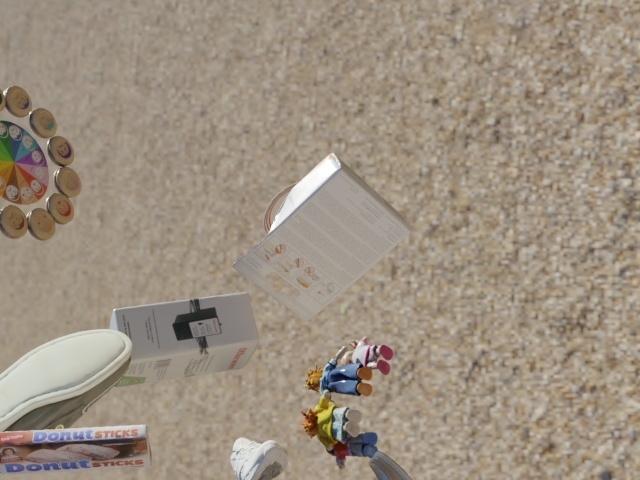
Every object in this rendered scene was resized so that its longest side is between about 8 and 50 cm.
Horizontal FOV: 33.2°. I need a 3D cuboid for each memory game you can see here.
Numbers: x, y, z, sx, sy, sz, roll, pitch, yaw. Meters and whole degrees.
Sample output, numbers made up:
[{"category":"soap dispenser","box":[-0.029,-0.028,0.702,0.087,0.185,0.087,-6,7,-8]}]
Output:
[{"category":"memory game","box":[-0.332,-0.087,1.169,0.012,0.186,0.186,-21,65,31]}]

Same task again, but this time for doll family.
[{"category":"doll family","box":[0.031,0.295,2.035,0.163,0.118,0.263,-13,60,54]}]

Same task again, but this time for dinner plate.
[{"category":"dinner plate","box":[-0.048,-0.055,2.003,0.017,0.141,0.141,51,135,41]}]

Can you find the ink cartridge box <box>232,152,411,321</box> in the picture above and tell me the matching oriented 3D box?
[{"category":"ink cartridge box","box":[0.000,0.000,1.307,0.179,0.145,0.045,-40,36,14]}]

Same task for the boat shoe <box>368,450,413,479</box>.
[{"category":"boat shoe","box":[0.118,0.384,1.548,0.170,0.059,0.063,53,161,6]}]

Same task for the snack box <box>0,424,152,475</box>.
[{"category":"snack box","box":[-0.292,0.249,1.273,0.064,0.178,0.022,92,174,-46]}]

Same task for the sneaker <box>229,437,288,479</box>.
[{"category":"sneaker","box":[-0.136,0.436,2.121,0.115,0.090,0.232,58,150,21]}]

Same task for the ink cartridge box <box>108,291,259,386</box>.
[{"category":"ink cartridge box","box":[-0.210,0.151,1.630,0.153,0.208,0.087,124,137,-63]}]

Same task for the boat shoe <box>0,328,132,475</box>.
[{"category":"boat shoe","box":[-0.375,0.220,1.396,0.109,0.305,0.091,32,141,39]}]
